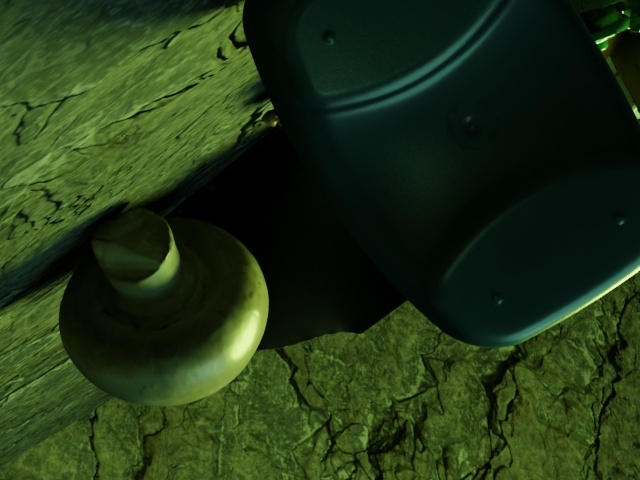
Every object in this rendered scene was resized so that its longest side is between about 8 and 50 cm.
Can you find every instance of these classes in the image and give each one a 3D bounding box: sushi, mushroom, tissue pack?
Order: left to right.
[{"bbox_3d":[-0.155,0.050,1.435,0.204,0.204,0.204,-34,175,-4],"label":"mushroom"},{"bbox_3d":[-0.001,0.001,1.605,0.227,0.215,0.212,-38,174,31],"label":"sushi"},{"bbox_3d":[0.084,-0.084,0.988,0.198,0.287,0.206,-35,-169,1],"label":"tissue pack"}]

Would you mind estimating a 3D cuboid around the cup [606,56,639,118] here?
[{"bbox_3d":[0.430,-0.252,2.292,0.347,0.163,0.347,-34,174,-4],"label":"cup"}]

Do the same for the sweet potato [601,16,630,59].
[{"bbox_3d":[0.272,-0.245,1.664,0.131,0.131,0.337,-30,157,-39],"label":"sweet potato"}]

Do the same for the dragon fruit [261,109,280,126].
[{"bbox_3d":[0.057,-0.122,1.320,0.133,0.207,0.150,-50,146,-56],"label":"dragon fruit"}]

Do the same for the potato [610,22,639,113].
[{"bbox_3d":[0.436,-0.240,1.699,0.270,0.219,0.359,-33,-142,49],"label":"potato"}]

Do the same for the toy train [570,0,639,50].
[{"bbox_3d":[0.297,-0.262,1.401,0.188,0.132,0.243,-30,-169,-39],"label":"toy train"}]
